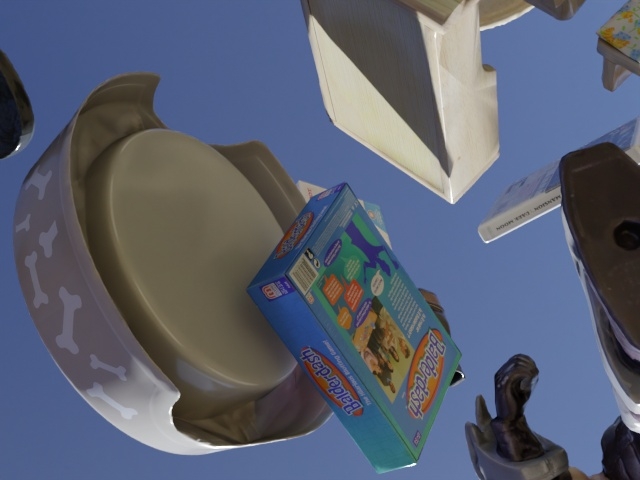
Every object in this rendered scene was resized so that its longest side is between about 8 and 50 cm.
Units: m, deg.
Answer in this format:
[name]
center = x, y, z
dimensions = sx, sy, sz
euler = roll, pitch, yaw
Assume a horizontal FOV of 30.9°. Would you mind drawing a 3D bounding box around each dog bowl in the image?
[dog bowl]
center = -0.118, 0.028, 1.016
dimensions = 0.349, 0.102, 0.348
euler = 39, -145, -35

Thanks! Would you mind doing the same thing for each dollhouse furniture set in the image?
[dollhouse furniture set]
center = 0.175, -0.270, 1.020
dimensions = 0.362, 0.256, 0.394
euler = 37, -108, 26

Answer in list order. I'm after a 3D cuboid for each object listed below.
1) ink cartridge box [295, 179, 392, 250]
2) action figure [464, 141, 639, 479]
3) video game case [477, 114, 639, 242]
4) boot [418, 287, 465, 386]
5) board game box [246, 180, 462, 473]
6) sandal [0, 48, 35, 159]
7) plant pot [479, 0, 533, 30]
[ink cartridge box]
center = 0.000, 0.000, 1.392
dimensions = 0.143, 0.090, 0.092
euler = 16, -136, -31
[action figure]
center = 0.153, 0.056, 0.471
dimensions = 0.285, 0.185, 0.099
euler = 72, 175, -53
[video game case]
center = 0.253, -0.065, 1.185
dimensions = 0.022, 0.173, 0.190
euler = 59, -158, -4
[boot]
center = 0.082, 0.105, 1.276
dimensions = 0.219, 0.082, 0.106
euler = 9, -134, -47
[board game box]
center = 0.037, 0.075, 1.032
dimensions = 0.210, 0.047, 0.160
euler = 55, -145, -16
[sandal]
center = -0.539, -0.236, 1.427
dimensions = 0.446, 0.167, 0.107
euler = 38, -144, 13
[plant pot]
center = 0.151, -0.481, 1.444
dimensions = 0.305, 0.334, 0.333
euler = 80, -169, -56
